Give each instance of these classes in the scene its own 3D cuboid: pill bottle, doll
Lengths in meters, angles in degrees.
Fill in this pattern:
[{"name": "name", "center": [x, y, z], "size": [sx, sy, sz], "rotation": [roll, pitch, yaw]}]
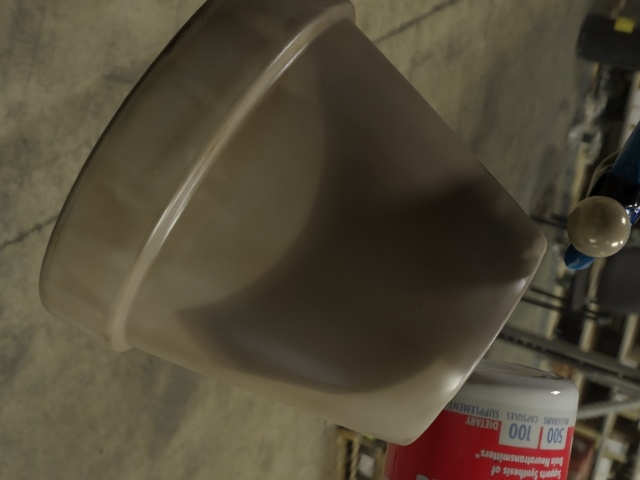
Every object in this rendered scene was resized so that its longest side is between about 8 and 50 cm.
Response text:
[{"name": "pill bottle", "center": [0.185, 0.358, 1.293], "size": [0.229, 0.229, 0.408], "rotation": [10, 89, -64]}, {"name": "doll", "center": [0.202, -0.037, 0.673], "size": [0.189, 0.046, 0.129], "rotation": [-33, 150, -53]}]

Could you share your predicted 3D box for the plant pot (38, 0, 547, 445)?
[{"name": "plant pot", "center": [0.000, 0.000, 0.768], "size": [0.323, 0.280, 0.323], "rotation": [-54, 175, -7]}]
